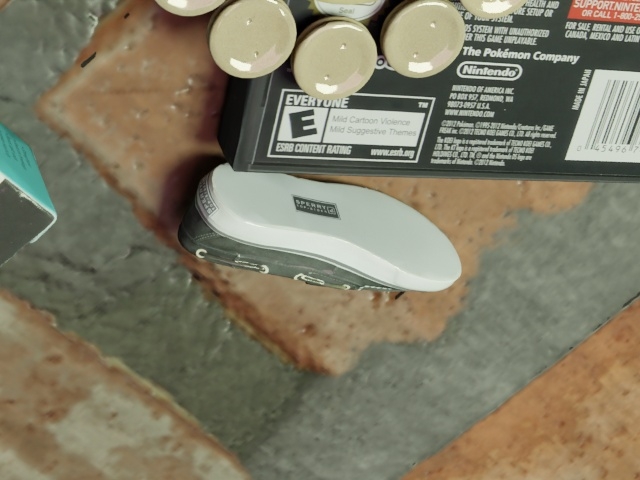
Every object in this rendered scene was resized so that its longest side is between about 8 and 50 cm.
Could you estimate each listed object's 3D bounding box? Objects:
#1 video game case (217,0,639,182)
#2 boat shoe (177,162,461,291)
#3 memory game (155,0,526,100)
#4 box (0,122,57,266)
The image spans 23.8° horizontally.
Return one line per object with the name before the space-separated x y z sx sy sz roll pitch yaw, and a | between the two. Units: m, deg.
video game case | 0.110 -0.139 0.656 0.275 0.035 0.248 1 123 -22
boat shoe | 0.000 0.000 0.706 0.142 0.049 0.040 16 135 -29
memory game | 0.016 -0.138 0.589 0.186 0.012 0.186 -10 127 -13
box | -0.219 -0.057 0.559 0.100 0.060 0.244 -40 129 9
